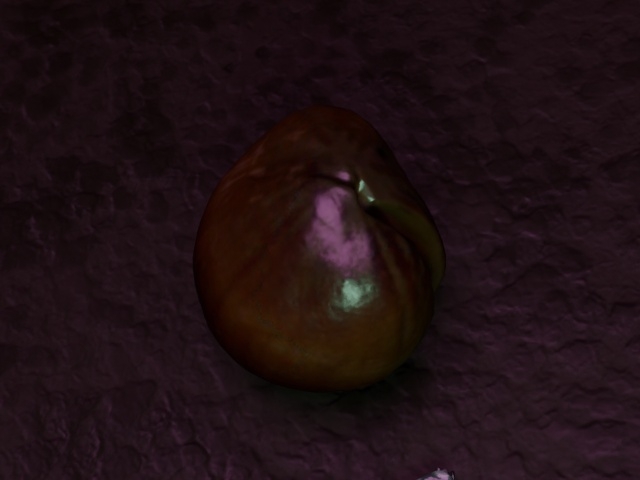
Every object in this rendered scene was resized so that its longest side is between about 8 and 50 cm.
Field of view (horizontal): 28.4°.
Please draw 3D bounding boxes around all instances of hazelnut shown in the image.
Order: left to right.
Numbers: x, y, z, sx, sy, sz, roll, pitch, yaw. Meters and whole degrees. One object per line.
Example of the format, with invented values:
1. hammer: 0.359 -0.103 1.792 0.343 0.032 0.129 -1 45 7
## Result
1. hazelnut: 0.000 0.000 1.077 0.217 0.217 0.251 -4 53 9

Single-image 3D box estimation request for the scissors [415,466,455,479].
1. scissors: -0.047 0.277 1.032 0.360 0.029 0.191 -28 63 -7
